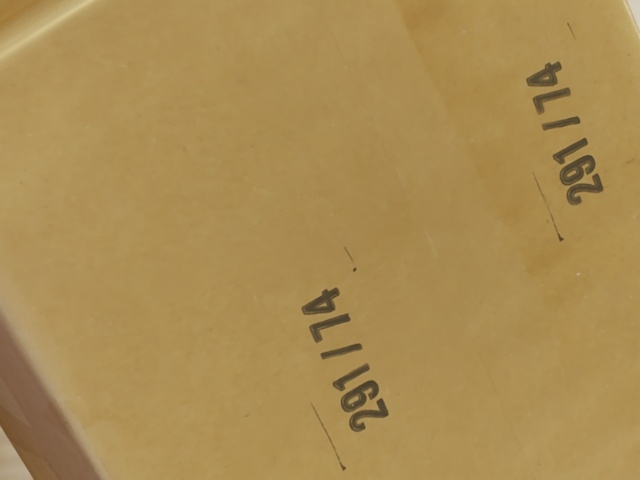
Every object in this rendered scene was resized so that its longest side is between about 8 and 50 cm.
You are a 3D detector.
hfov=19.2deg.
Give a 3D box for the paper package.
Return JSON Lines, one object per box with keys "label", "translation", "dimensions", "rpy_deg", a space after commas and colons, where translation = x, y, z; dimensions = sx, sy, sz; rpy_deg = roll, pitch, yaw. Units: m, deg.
{"label": "paper package", "translation": [0.000, 0.000, 0.810], "dimensions": [0.309, 0.168, 0.325], "rpy_deg": [-35, 109, -17]}
